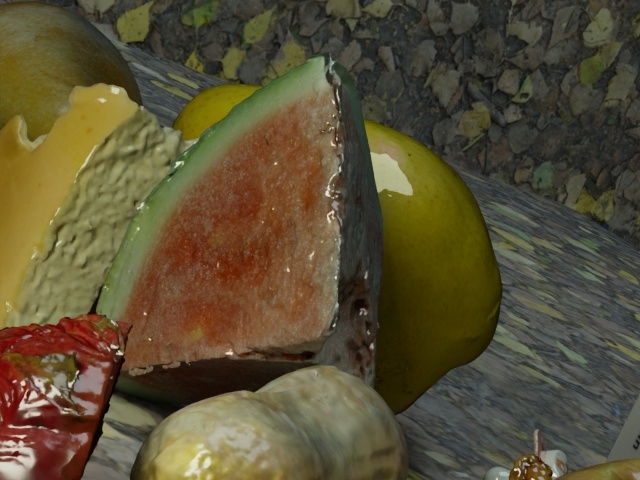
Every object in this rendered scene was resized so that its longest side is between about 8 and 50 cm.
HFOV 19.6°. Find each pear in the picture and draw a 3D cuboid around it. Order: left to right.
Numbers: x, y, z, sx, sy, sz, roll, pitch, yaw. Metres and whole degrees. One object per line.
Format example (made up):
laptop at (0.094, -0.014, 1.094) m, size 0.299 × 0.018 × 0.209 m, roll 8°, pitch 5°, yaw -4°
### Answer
pear at (0.011, -0.003, 1.679) m, size 0.285 × 0.285 × 0.336 m, roll -74°, pitch 141°, yaw -80°

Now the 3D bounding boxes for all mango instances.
mango at (-0.280, -0.121, 1.902) m, size 0.221 × 0.199 × 0.384 m, roll 31°, pitch 11°, yaw -35°

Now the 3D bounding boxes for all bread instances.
bread at (-0.209, -0.023, 1.578) m, size 0.183 × 0.224 × 0.211 m, roll 24°, pitch 1°, yaw -39°

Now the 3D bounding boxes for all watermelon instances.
watermelon at (-0.042, 0.023, 1.440) m, size 0.231 × 0.310 × 0.193 m, roll 39°, pitch -7°, yaw 24°

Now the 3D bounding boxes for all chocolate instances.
chocolate at (-0.028, 0.157, 1.282) m, size 0.134 × 0.134 × 0.309 m, roll 29°, pitch 11°, yaw 22°

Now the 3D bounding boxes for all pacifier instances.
pacifier at (0.187, 0.222, 1.682) m, size 0.078 × 0.082 × 0.099 m, roll -6°, pitch 29°, yaw 12°

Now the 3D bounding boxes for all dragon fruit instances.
dragon fruit at (-0.190, 0.107, 1.119) m, size 0.120 × 0.161 × 0.127 m, roll 25°, pitch -1°, yaw -8°

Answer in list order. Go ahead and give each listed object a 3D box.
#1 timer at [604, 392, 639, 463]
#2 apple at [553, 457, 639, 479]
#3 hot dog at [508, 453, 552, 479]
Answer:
timer at (0.392, 0.228, 1.714) m, size 0.192 × 0.194 × 0.195 m, roll 22°, pitch 11°, yaw -15°
apple at (0.209, 0.245, 1.206) m, size 0.211 × 0.188 × 0.211 m, roll 14°, pitch 17°, yaw -4°
hot dog at (0.263, 0.275, 1.401) m, size 0.158 × 0.117 × 0.349 m, roll 15°, pitch 14°, yaw -45°
